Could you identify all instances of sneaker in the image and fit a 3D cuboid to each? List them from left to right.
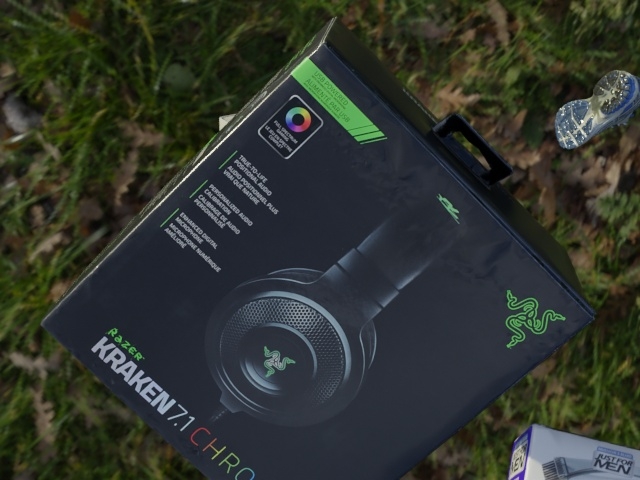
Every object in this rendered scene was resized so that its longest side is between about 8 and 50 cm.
[{"bbox_3d":[0.312,-0.138,1.167,0.135,0.058,0.052,-37,59,57],"label":"sneaker"}]

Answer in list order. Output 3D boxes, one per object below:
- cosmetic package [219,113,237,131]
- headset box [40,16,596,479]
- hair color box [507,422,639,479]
[{"bbox_3d":[-0.045,-0.016,1.418,0.153,0.129,0.296,26,122,49],"label":"cosmetic package"},{"bbox_3d":[0.007,0.026,0.723,0.283,0.131,0.246,-42,100,16],"label":"headset box"},{"bbox_3d":[0.279,0.388,1.143,0.185,0.338,0.110,14,160,2],"label":"hair color box"}]
